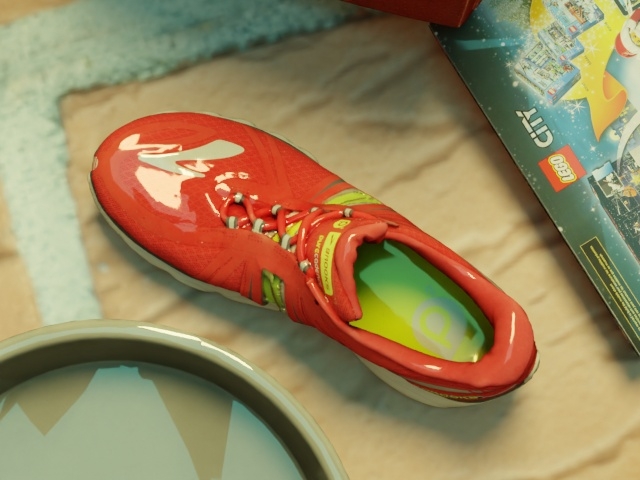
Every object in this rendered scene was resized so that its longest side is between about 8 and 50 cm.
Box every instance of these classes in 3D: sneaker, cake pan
[{"bbox_3d":[0.000,0.000,0.649,0.279,0.118,0.107,26,82,1],"label":"sneaker"},{"bbox_3d":[-0.119,0.191,0.654,0.293,0.054,0.293,0,83,-2],"label":"cake pan"}]

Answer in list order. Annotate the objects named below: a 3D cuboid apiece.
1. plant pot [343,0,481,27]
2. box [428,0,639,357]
[{"bbox_3d":[0.034,-0.268,0.604,0.236,0.267,0.267,33,83,4],"label":"plant pot"},{"bbox_3d":[0.192,-0.072,0.684,0.159,0.044,0.233,-32,85,10],"label":"box"}]
